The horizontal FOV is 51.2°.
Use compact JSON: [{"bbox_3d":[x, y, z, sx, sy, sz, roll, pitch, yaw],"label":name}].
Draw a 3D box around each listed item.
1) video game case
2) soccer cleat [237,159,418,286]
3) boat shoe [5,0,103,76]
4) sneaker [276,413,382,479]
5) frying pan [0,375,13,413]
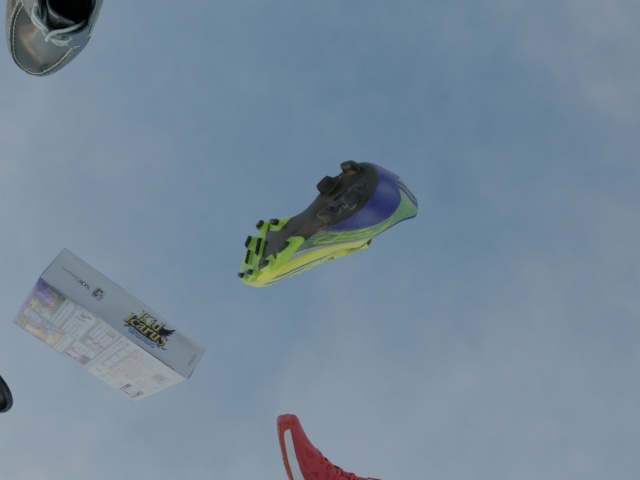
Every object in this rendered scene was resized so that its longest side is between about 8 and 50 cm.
[{"bbox_3d":[-0.331,0.142,1.021,0.244,0.269,0.061,38,-124,-14],"label":"video game case"},{"bbox_3d":[0.000,0.001,0.857,0.121,0.289,0.093,25,-130,-32],"label":"soccer cleat"},{"bbox_3d":[-0.326,-0.298,0.819,0.116,0.319,0.099,32,-133,-24],"label":"boat shoe"},{"bbox_3d":[0.023,0.329,0.945,0.128,0.087,0.221,-19,-77,-5],"label":"sneaker"},{"bbox_3d":[-0.505,0.203,0.897,0.053,0.326,0.197,-48,-64,-6],"label":"frying pan"}]
